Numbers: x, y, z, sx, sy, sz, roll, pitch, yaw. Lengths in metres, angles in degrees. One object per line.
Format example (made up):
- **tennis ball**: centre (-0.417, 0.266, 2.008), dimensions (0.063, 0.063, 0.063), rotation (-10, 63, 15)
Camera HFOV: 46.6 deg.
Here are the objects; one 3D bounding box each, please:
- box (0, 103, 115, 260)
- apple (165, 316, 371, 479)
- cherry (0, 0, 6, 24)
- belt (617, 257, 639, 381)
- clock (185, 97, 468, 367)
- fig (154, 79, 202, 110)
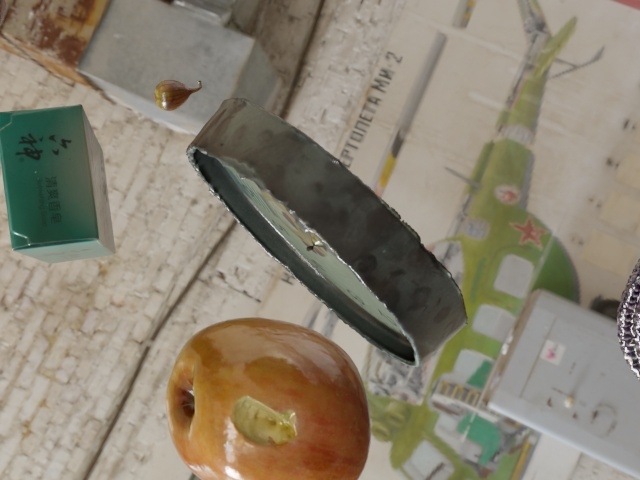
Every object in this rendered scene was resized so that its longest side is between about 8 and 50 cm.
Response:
- **box**: centre (-0.308, -0.058, 0.891), dimensions (0.245, 0.092, 0.153), rotation (160, 102, -79)
- **apple**: centre (-0.070, 0.218, 0.927), dimensions (0.242, 0.241, 0.242), rotation (-48, 32, 43)
- **cherry**: centre (-0.413, -0.256, 0.834), dimensions (0.126, 0.087, 0.106), rotation (-39, -11, -19)
- **belt**: centre (0.386, 0.071, 0.533), dimensions (0.122, 0.325, 0.260), rotation (-41, -52, -43)
- **clock**: centre (0.000, -0.002, 0.706), dimensions (0.061, 0.312, 0.312), rotation (-47, -14, -10)
- **fig**: centre (-0.233, -0.245, 1.227), dimensions (0.083, 0.050, 0.050), rotation (-21, -28, -17)
